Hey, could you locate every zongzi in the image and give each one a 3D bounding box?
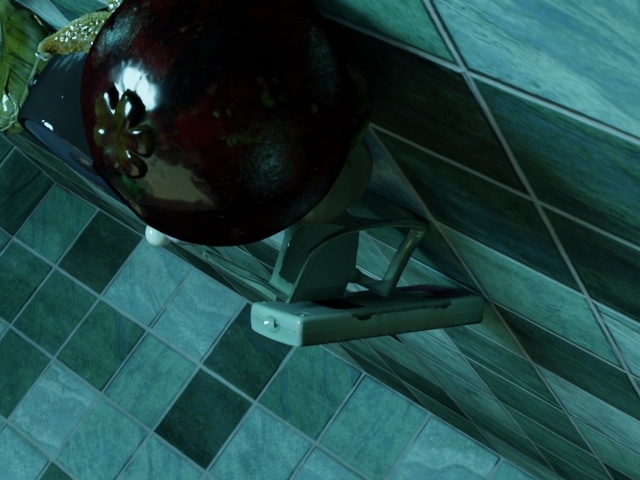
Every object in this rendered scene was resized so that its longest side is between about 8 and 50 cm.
[{"bbox_3d":[-0.536,-0.303,2.201,0.204,0.205,0.094,42,159,-12],"label":"zongzi"}]

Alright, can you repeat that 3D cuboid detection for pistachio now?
[{"bbox_3d":[-0.029,-0.112,1.587,0.238,0.153,0.138,45,-156,-39],"label":"pistachio"}]

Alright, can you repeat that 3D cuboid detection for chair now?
[{"bbox_3d":[0.000,0.000,1.828,0.203,0.191,0.274,-2,-153,-44],"label":"chair"}]

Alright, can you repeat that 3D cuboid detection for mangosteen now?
[{"bbox_3d":[-0.094,-0.135,1.320,0.311,0.311,0.311,35,170,7],"label":"mangosteen"}]

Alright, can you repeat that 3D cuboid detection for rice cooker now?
[{"bbox_3d":[-0.271,-0.188,1.776,0.267,0.224,0.267,33,169,7],"label":"rice cooker"}]

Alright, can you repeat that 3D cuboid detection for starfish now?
[{"bbox_3d":[-0.225,-0.223,1.570,0.295,0.231,0.048,49,-154,-9],"label":"starfish"}]

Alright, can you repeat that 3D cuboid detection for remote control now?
[{"bbox_3d":[0.076,0.108,1.910,0.343,0.050,0.145,-4,-171,-31],"label":"remote control"}]

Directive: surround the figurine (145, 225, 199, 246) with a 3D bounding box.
[{"bbox_3d":[-0.141,-0.064,1.662,0.133,0.200,0.276,37,-167,8],"label":"figurine"}]
